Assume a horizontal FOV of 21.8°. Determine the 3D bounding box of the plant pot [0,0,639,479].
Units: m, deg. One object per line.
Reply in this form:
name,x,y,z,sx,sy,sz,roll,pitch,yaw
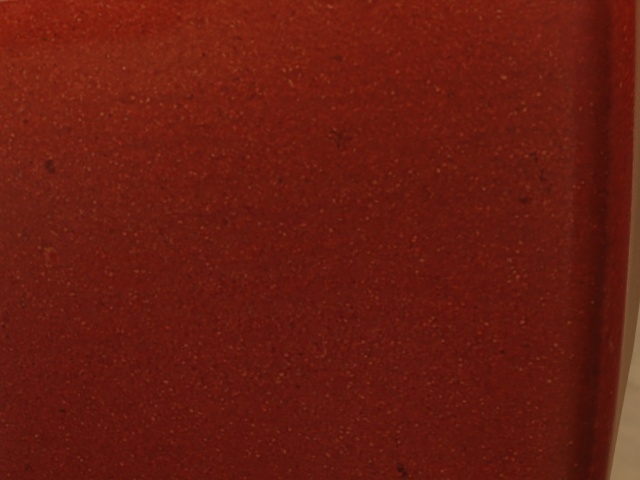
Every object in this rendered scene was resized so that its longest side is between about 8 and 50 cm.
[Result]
plant pot,0.000,0.000,0.610,0.267,0.235,0.267,-5,15,15
